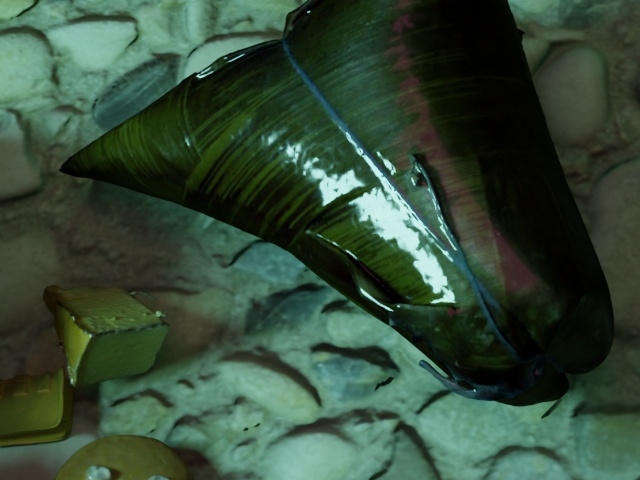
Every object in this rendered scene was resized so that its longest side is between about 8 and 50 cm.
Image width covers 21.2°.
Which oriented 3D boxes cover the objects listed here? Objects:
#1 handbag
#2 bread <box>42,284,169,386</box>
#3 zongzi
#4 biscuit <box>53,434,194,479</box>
[{"bbox_3d":[-0.251,0.141,1.436,0.083,0.027,0.061,-7,56,7],"label":"handbag"},{"bbox_3d":[-0.180,0.058,1.438,0.084,0.080,0.109,-5,52,-26],"label":"bread"},{"bbox_3d":[0.000,0.000,1.412,0.432,0.208,0.403,-25,64,15],"label":"zongzi"},{"bbox_3d":[-0.175,0.282,1.277,0.216,0.047,0.339,16,50,2],"label":"biscuit"}]
